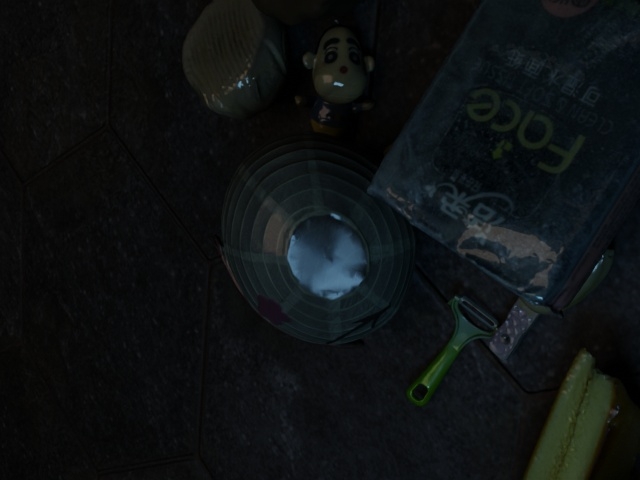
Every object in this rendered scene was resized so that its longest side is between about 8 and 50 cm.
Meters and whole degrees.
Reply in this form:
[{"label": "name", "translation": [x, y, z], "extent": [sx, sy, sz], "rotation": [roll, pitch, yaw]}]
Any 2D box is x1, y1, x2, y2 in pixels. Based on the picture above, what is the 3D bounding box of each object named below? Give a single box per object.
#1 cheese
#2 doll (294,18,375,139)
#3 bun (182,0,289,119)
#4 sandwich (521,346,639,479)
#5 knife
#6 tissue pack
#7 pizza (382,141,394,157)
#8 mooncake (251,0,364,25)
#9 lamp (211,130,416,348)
[{"label": "cheese", "translation": [0.239, 0.056, 1.003], "extent": [0.097, 0.037, 0.192], "rotation": [47, 126, 29]}, {"label": "doll", "translation": [0.018, -0.183, 1.143], "extent": [0.089, 0.102, 0.179], "rotation": [-119, 30, -74]}, {"label": "bun", "translation": [-0.100, -0.239, 1.223], "extent": [0.166, 0.113, 0.173], "rotation": [-1, 74, 39]}, {"label": "sandwich", "translation": [0.280, 0.222, 0.966], "extent": [0.090, 0.088, 0.244], "rotation": [38, 126, 43]}, {"label": "knife", "translation": [0.156, 0.141, 1.111], "extent": [0.078, 0.022, 0.166], "rotation": [41, 124, 19]}, {"label": "tissue pack", "translation": [0.219, -0.118, 0.886], "extent": [0.228, 0.103, 0.316], "rotation": [36, 99, 34]}, {"label": "pizza", "translation": [0.173, -0.073, 1.025], "extent": [0.246, 0.058, 0.127], "rotation": [0, 92, 44]}, {"label": "mooncake", "translation": [-0.008, -0.376, 1.105], "extent": [0.228, 0.124, 0.228], "rotation": [12, 108, 39]}, {"label": "lamp", "translation": [0.000, 0.000, 1.100], "extent": [0.265, 0.233, 0.233], "rotation": [45, 132, -8]}]
